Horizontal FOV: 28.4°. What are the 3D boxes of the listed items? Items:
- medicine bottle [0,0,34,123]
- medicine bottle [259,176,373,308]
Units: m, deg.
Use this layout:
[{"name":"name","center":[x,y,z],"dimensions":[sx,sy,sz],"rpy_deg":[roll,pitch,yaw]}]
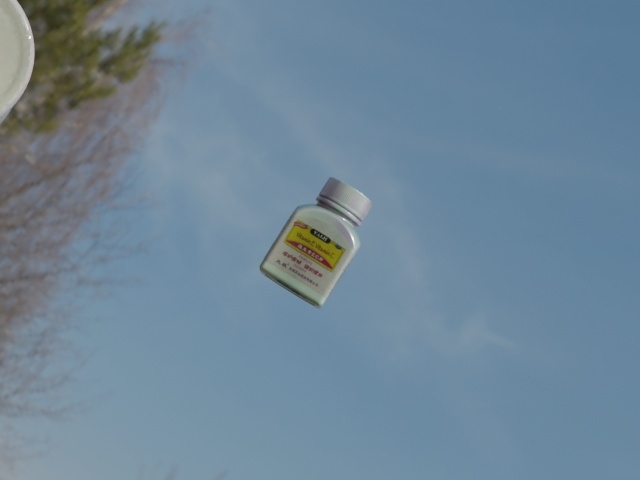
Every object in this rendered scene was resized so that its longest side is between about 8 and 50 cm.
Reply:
[{"name":"medicine bottle","center":[-0.374,-0.166,1.216],"dimensions":[0.165,0.165,0.273],"rpy_deg":[47,-17,-15]},{"name":"medicine bottle","center":[0.000,0.000,1.247],"dimensions":[0.074,0.118,0.055],"rpy_deg":[33,-6,5]}]
